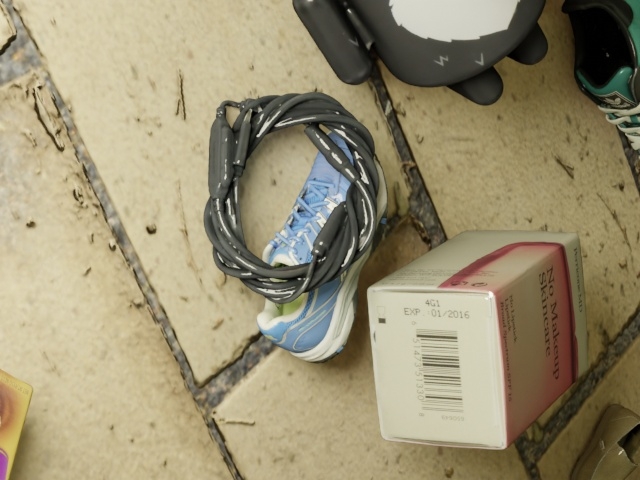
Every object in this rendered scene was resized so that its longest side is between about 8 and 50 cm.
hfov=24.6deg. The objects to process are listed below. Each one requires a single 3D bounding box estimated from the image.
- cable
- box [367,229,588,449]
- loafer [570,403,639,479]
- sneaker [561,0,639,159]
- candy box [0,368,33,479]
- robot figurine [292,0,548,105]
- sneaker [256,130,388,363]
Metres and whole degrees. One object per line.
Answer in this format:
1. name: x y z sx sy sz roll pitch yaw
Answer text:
1. cable: -0.023 -0.035 1.252 0.151 0.047 0.184 3 75 -16
2. box: 0.154 0.086 1.380 0.232 0.127 0.148 -27 113 -58
3. loafer: 0.326 0.252 1.658 0.056 0.050 0.148 42 64 -38
4. sneaker: 0.345 -0.164 1.621 0.121 0.108 0.302 -42 112 -35
5. candy box: -0.273 0.165 1.014 0.109 0.053 0.186 39 49 -39
6. robot figurine: 0.096 -0.248 1.308 0.278 0.174 0.209 51 46 -34
7. sneaker: 0.000 0.000 1.294 0.081 0.080 0.211 20 77 -47
